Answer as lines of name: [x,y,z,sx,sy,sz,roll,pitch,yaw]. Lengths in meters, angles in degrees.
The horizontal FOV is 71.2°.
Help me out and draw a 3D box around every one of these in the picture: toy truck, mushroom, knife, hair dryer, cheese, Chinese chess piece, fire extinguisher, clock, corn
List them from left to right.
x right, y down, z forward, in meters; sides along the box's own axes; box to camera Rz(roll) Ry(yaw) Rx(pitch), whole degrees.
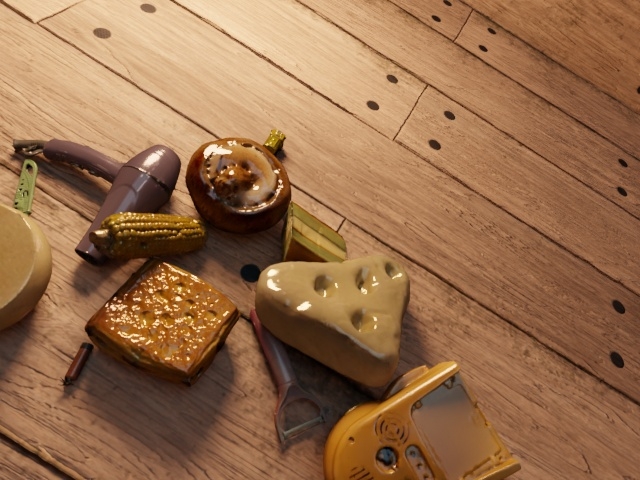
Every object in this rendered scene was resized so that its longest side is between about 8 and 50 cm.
Chinese chess piece: [-0.615,0.050,0.789,0.251,0.097,0.250,5,66,-12]
knife: [-0.605,-0.036,0.896,0.043,0.020,0.292,-5,69,3]
fire extinguisher: [-0.445,0.226,0.812,0.028,0.023,0.083,46,44,-37]
hair dryer: [-0.523,-0.130,0.983,0.361,0.121,0.301,24,61,5]
corn: [-0.341,-0.011,0.921,0.262,0.097,0.097,-3,57,-54]
mushroom: [-0.192,-0.132,1.065,0.253,0.153,0.253,11,62,-23]
toy truck: [-0.131,-0.268,1.239,0.049,0.054,0.083,27,52,-4]
knife: [-0.076,0.257,0.930,0.123,0.053,0.277,-11,65,-34]
cheese: [0.034,0.120,0.993,0.329,0.129,0.351,24,37,2]
clock: [0.160,0.393,0.833,0.317,0.200,0.244,-25,70,-13]

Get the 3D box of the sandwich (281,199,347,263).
sandwich: [0.000,0.000,1.067,0.188,0.144,0.117,7,59,-18]

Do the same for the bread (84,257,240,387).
bread: [-0.298,0.163,0.872,0.235,0.099,0.210,28,50,4]
